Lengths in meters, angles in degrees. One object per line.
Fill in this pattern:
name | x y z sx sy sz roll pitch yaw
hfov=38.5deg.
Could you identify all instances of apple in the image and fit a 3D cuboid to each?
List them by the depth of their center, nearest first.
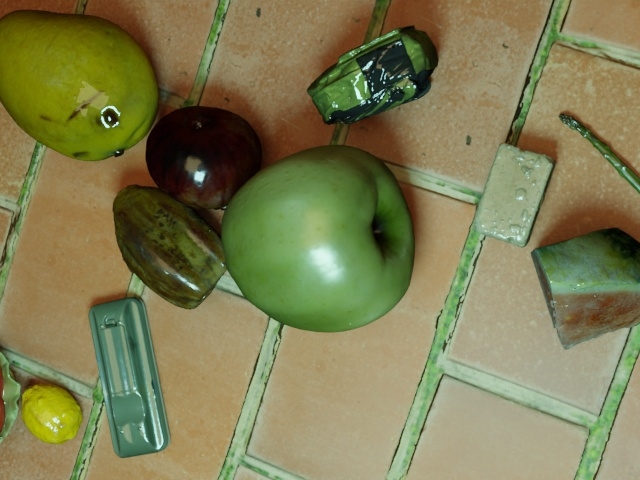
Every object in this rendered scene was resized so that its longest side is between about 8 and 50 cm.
apple | 0.000 0.000 1.705 0.358 0.357 0.357 0 89 17

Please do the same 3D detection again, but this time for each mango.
mango | -0.537 -0.348 1.932 0.445 0.220 0.301 37 102 18

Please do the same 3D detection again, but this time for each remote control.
remote control | -0.413 0.293 1.961 0.128 0.065 0.335 -13 86 14

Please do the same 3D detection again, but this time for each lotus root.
lotus root | -0.317 0.009 1.891 0.291 0.193 0.193 43 101 10

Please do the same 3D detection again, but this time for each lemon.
lemon | -0.585 0.374 1.986 0.155 0.114 0.114 40 100 14

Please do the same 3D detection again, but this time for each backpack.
backpack | 0.102 -0.307 1.750 0.253 0.207 0.140 -25 95 22

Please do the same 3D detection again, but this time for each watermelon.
watermelon | 0.491 0.084 1.636 0.310 0.232 0.193 -11 81 -28

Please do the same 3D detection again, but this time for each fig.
fig | -0.237 -0.159 1.840 0.235 0.235 0.214 44 132 13

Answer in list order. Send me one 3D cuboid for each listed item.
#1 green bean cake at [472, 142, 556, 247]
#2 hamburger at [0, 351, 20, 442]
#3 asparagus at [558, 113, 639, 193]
green bean cake | 0.363 -0.085 1.720 0.109 0.085 0.179 21 94 15
hamburger | -0.788 0.351 1.996 0.275 0.212 0.274 -3 80 19
asparagus | 0.537 -0.154 1.700 0.248 0.025 0.024 47 144 12
